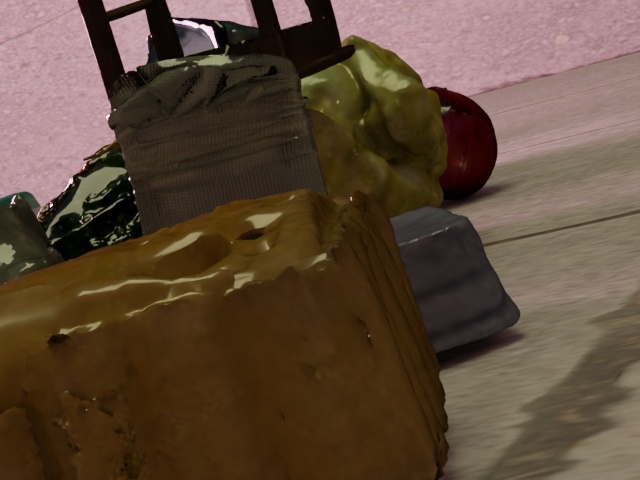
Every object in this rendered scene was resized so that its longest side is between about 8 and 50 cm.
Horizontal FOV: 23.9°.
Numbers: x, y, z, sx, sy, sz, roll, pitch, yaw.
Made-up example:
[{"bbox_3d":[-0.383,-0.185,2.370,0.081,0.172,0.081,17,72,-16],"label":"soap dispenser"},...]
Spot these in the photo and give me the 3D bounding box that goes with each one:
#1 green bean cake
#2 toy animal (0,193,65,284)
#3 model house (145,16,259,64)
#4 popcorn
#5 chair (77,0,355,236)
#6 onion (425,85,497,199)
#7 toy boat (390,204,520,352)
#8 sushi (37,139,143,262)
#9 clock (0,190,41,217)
[{"bbox_3d":[-0.068,0.063,0.612,0.224,0.131,0.230,-17,6,5],"label":"green bean cake"},{"bbox_3d":[-0.339,0.075,1.339,0.251,0.127,0.125,-32,22,-13],"label":"toy animal"},{"bbox_3d":[-0.049,-0.117,1.713,0.291,0.253,0.184,-1,10,-34],"label":"model house"},{"bbox_3d":[-0.004,-0.061,1.235,0.256,0.195,0.255,-44,17,-34],"label":"popcorn"},{"bbox_3d":[-0.062,-0.099,1.073,0.160,0.319,0.186,-13,10,15],"label":"chair"},{"bbox_3d":[0.114,-0.093,1.514,0.131,0.131,0.131,-16,7,2],"label":"onion"},{"bbox_3d":[-0.035,0.054,0.840,0.283,0.078,0.127,-16,10,-9],"label":"toy boat"},{"bbox_3d":[-0.189,-0.027,1.537,0.287,0.149,0.140,-48,-7,-26],"label":"sushi"},{"bbox_3d":[-0.416,0.060,1.542,0.231,0.116,0.262,-26,2,21],"label":"clock"}]
